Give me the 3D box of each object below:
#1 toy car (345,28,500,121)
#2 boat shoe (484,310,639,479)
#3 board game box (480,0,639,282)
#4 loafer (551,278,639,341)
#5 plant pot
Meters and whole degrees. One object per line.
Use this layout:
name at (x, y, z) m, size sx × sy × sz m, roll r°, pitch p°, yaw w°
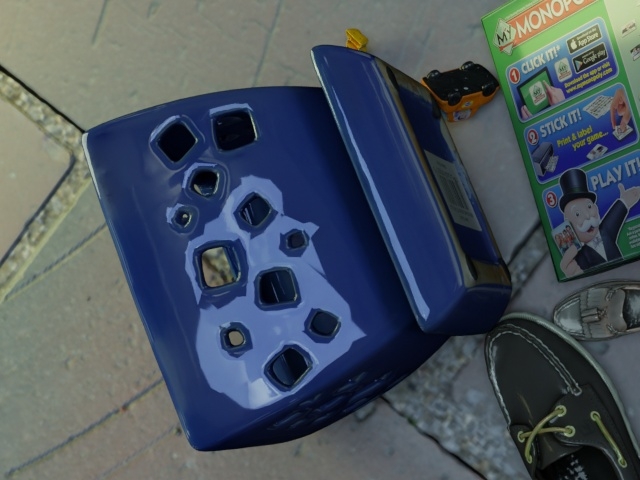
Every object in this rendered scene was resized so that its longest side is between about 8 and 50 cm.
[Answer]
toy car at (0.078, -0.129, 1.210) m, size 0.122 × 0.060 × 0.040 m, roll 35°, pitch 139°, yaw 28°
boat shoe at (0.187, 0.153, 1.135) m, size 0.081 × 0.068 × 0.228 m, roll -38°, pitch 78°, yaw 28°
board game box at (0.245, -0.110, 1.051) m, size 0.046 × 0.317 × 0.214 m, roll -10°, pitch 82°, yaw -33°
loafer at (0.233, 0.049, 1.155) m, size 0.125 × 0.039 × 0.045 m, roll -8°, pitch 86°, yaw 11°
plant pot at (0.000, 0.000, 1.099) m, size 0.212 × 0.236 × 0.236 m, roll -25°, pitch 80°, yaw 14°
